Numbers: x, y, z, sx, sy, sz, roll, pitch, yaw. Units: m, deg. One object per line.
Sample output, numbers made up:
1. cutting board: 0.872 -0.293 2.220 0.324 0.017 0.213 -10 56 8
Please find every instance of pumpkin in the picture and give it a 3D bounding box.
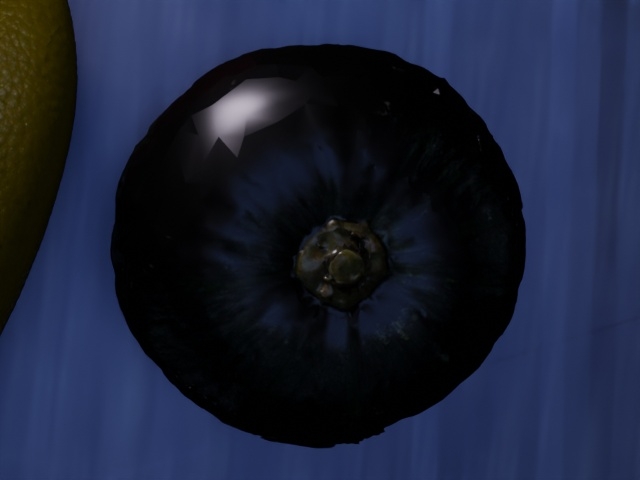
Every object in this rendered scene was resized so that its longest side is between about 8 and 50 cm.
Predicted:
1. pumpkin: 0.000 0.000 1.043 0.233 0.163 0.233 -1 95 -7

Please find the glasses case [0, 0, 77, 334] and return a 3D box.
1. glasses case: -0.240 -0.007 0.991 0.173 0.141 0.371 24 81 -11
